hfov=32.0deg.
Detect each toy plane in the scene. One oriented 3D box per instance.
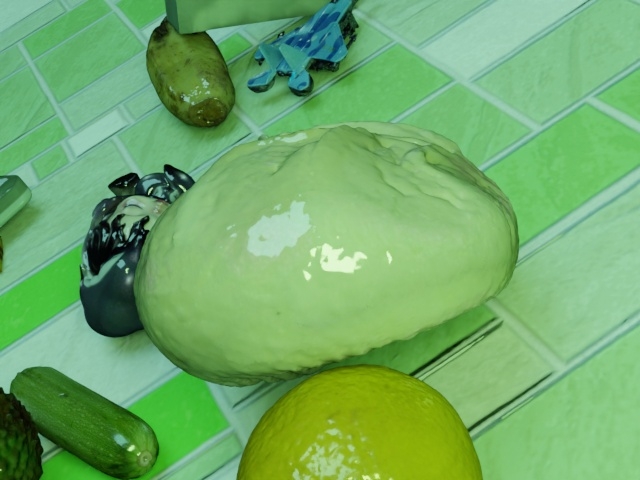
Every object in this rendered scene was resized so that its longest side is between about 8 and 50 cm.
[{"bbox_3d":[0.005,-0.288,1.547,0.169,0.078,0.246,10,44,42],"label":"toy plane"}]

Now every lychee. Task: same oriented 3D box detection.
[{"bbox_3d":[-0.346,0.219,1.083,0.171,0.171,0.171,-19,36,15],"label":"lychee"}]

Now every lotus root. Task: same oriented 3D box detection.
[{"bbox_3d":[-0.187,-0.235,1.598,0.110,0.097,0.258,-28,42,2],"label":"lotus root"}]

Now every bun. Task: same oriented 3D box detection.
[{"bbox_3d":[0.000,0.000,0.986,0.361,0.213,0.361,-20,-3,-1],"label":"bun"}]

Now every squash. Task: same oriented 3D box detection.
[{"bbox_3d":[-0.245,0.183,1.136,0.239,0.069,0.069,16,55,43],"label":"squash"}]

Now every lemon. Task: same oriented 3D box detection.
[{"bbox_3d":[0.029,0.188,0.841,0.187,0.186,0.244,-14,21,21],"label":"lemon"}]

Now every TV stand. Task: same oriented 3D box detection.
[{"bbox_3d":[-0.089,-0.368,1.612,0.270,0.088,0.083,-12,31,-18],"label":"TV stand"}]

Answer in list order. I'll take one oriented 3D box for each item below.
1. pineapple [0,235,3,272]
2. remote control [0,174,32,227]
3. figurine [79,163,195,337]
[{"bbox_3d":[-0.455,0.026,1.525,0.045,0.019,0.083,-24,34,-2],"label":"pineapple"},{"bbox_3d":[-0.546,0.026,1.533,0.335,0.065,0.128,-47,26,-23],"label":"remote control"},{"bbox_3d":[-0.210,0.014,1.282,0.145,0.145,0.222,-14,29,21],"label":"figurine"}]
